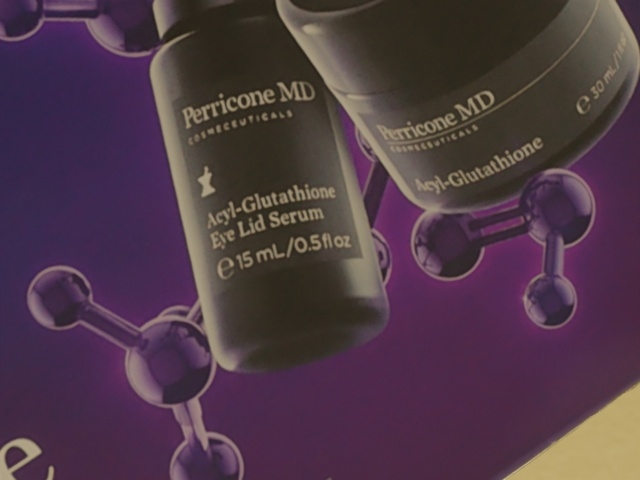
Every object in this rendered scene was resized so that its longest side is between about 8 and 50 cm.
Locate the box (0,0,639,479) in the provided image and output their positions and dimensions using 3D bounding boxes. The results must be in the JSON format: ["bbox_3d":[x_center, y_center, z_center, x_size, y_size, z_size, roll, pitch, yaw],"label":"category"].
[{"bbox_3d":[-0.058,-0.008,0.360,0.184,0.261,0.103,56,168,-3],"label":"box"}]
